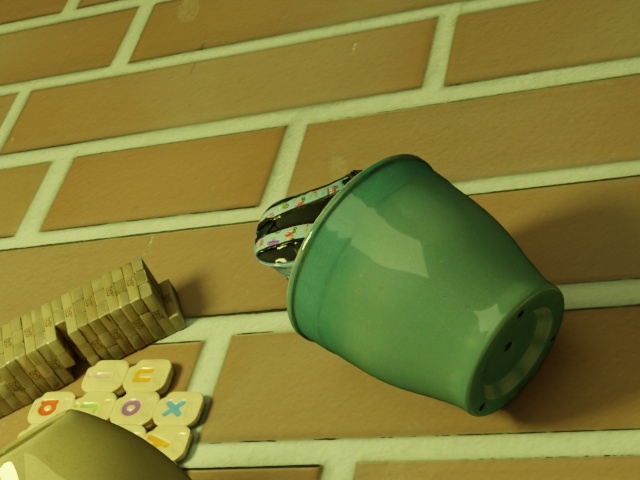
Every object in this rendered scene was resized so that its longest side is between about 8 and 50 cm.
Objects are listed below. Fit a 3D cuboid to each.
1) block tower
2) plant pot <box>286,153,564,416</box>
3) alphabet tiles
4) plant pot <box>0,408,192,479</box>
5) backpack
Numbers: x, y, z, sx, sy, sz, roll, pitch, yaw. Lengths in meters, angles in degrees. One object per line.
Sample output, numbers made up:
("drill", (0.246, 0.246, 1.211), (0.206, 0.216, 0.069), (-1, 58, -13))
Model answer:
("block tower", (-0.371, 0.144, 1.894), (0.335, 0.097, 0.091), (-26, 41, 2))
("plant pot", (0.143, 0.074, 1.569), (0.255, 0.272, 0.271), (35, 69, 30))
("alphabet tiles", (-0.299, 0.280, 1.766), (0.278, 0.021, 0.284), (-4, 46, 23))
("plant pot", (-0.294, 0.310, 1.501), (0.284, 0.191, 0.284), (-31, 4, 2))
("backpack", (0.000, 0.000, 1.816), (0.173, 0.117, 0.158), (-14, 42, 16))
